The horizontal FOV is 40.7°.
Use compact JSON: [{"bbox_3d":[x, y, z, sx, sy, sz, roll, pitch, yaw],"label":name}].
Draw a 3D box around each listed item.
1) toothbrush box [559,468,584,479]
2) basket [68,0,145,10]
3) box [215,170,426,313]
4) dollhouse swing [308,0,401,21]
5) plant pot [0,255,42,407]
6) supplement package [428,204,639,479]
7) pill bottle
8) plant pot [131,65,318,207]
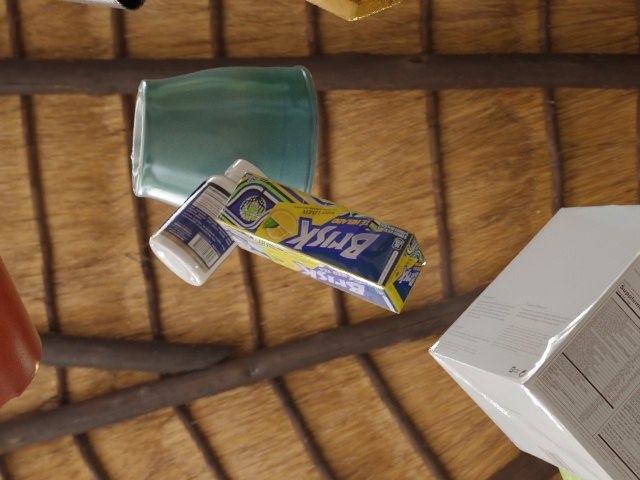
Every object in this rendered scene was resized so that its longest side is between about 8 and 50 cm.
[{"bbox_3d":[0.434,0.320,1.053,0.283,0.206,0.122,-102,-168,-45],"label":"toothbrush box"},{"bbox_3d":[-0.338,-0.369,1.020,0.227,0.154,0.204,1,-59,16],"label":"basket"},{"bbox_3d":[0.000,0.000,0.725,0.169,0.059,0.054,21,-108,27],"label":"box"},{"bbox_3d":[0.004,-0.558,1.282,0.305,0.315,0.346,23,-60,15],"label":"dollhouse swing"},{"bbox_3d":[-0.478,0.077,1.019,0.272,0.272,0.265,18,-40,38],"label":"plant pot"},{"bbox_3d":[0.246,0.090,0.777,0.149,0.203,0.194,47,-10,-11],"label":"supplement package"},{"bbox_3d":[-0.143,-0.029,1.171,0.094,0.169,0.094,35,-21,16],"label":"pill bottle"},{"bbox_3d":[-0.163,-0.154,1.364,0.272,0.255,0.271,-176,-90,-73],"label":"plant pot"}]
